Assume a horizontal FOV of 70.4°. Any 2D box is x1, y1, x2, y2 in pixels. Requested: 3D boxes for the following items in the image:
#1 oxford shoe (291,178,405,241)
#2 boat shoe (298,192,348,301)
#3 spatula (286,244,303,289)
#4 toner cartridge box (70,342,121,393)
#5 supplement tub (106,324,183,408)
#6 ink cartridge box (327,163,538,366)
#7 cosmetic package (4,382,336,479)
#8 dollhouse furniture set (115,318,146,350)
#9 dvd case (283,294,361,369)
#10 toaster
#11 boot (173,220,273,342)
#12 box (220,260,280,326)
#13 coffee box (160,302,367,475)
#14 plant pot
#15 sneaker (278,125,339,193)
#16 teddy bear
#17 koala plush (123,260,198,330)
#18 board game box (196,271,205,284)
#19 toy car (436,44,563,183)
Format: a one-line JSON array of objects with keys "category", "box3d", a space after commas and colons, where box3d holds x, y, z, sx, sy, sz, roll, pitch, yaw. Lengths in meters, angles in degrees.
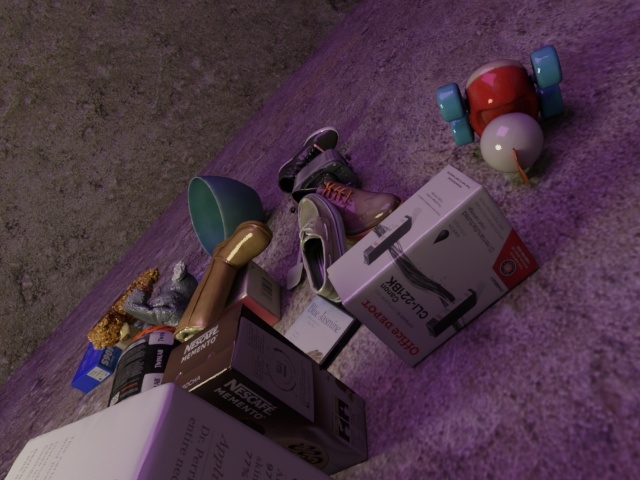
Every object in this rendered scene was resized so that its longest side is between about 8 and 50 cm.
[{"category": "oxford shoe", "box3d": [0.053, -0.086, 1.161, 0.363, 0.133, 0.130, -2, 46, 48]}, {"category": "boat shoe", "box3d": [0.000, 0.000, 1.051, 0.109, 0.094, 0.303, -41, 50, 26]}, {"category": "spatula", "box3d": [-0.017, 0.022, 1.247, 0.168, 0.019, 0.242, -32, 30, 26]}, {"category": "toner cartridge box", "box3d": [-0.863, 0.423, 1.824, 0.165, 0.075, 0.348, -36, 29, 17]}, {"category": "supplement tub", "box3d": [-0.400, 0.368, 1.107, 0.207, 0.207, 0.338, -43, 28, 6]}, {"category": "ink cartridge box", "box3d": [0.178, 0.047, 0.744, 0.272, 0.197, 0.114, -41, 28, 9]}, {"category": "cosmetic package", "box3d": [-0.159, 0.423, 0.486, 0.327, 0.394, 0.330, -28, 32, 29]}, {"category": "dollhouse furniture set", "box3d": [-0.742, 0.331, 1.720, 0.129, 0.129, 0.184, -26, 33, 33]}, {"category": "dvd case", "box3d": [-0.038, 0.240, 0.975, 0.253, 0.022, 0.180, -51, 27, -10]}, {"category": "toaster", "box3d": [0.004, -0.172, 1.368, 0.227, 0.129, 0.147, -38, 24, 19]}, {"category": "boot", "box3d": [-0.228, 0.103, 1.093, 0.236, 0.089, 0.270, -33, 30, 43]}, {"category": "box", "box3d": [-0.230, 0.186, 1.202, 0.232, 0.127, 0.149, -36, 31, 19]}, {"category": "coffee box", "box3d": [-0.082, 0.256, 0.712, 0.168, 0.297, 0.119, -33, 30, 22]}, {"category": "plant pot", "box3d": [-0.320, -0.101, 1.611, 0.195, 0.291, 0.290, -19, 11, -34]}, {"category": "sneaker", "box3d": [-0.042, -0.269, 1.597, 0.295, 0.104, 0.147, -37, 29, 29]}, {"category": "teddy bear", "box3d": [-0.655, 0.234, 1.571, 0.245, 0.113, 0.338, -42, 17, 16]}, {"category": "koala plush", "box3d": [-0.474, 0.194, 1.485, 0.203, 0.196, 0.221, 7, 48, 23]}, {"category": "board game box", "box3d": [-0.440, 0.156, 1.654, 0.090, 0.020, 0.090, -1, 50, 54]}, {"category": "toy car", "box3d": [0.371, -0.206, 0.891, 0.219, 0.210, 0.238, -14, 67, 25]}]
